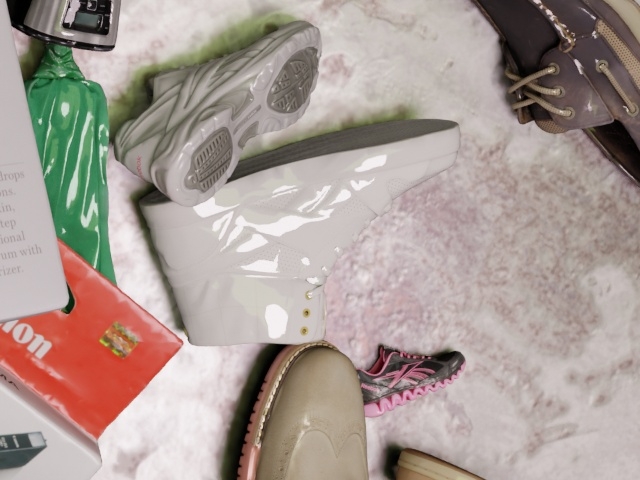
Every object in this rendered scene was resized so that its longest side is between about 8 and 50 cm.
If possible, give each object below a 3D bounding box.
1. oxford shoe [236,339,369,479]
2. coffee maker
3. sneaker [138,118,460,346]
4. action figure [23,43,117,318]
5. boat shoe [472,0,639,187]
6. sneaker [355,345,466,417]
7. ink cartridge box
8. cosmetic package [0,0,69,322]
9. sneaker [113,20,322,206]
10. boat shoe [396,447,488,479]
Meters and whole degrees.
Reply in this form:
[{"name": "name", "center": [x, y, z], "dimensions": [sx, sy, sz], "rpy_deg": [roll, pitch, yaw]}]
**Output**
[{"name": "oxford shoe", "center": [0.020, 0.283, 1.563], "dimensions": [0.140, 0.146, 0.397], "rpy_deg": [3, 84, -43]}, {"name": "coffee maker", "center": [-0.202, -0.259, 1.457], "dimensions": [0.120, 0.171, 0.178], "rpy_deg": [15, 107, -16]}, {"name": "sneaker", "center": [0.000, 0.000, 1.582], "dimensions": [0.292, 0.108, 0.169], "rpy_deg": [-17, 103, -9]}, {"name": "action figure", "center": [-0.226, -0.054, 1.500], "dimensions": [0.137, 0.063, 0.232], "rpy_deg": [3, 99, -22]}, {"name": "boat shoe", "center": [0.243, -0.157, 1.643], "dimensions": [0.355, 0.132, 0.130], "rpy_deg": [34, 82, -20]}, {"name": "sneaker", "center": [0.080, 0.121, 1.656], "dimensions": [0.119, 0.047, 0.057], "rpy_deg": [-22, 92, -20]}, {"name": "ink cartridge box", "center": [-0.285, 0.099, 1.462], "dimensions": [0.275, 0.060, 0.239], "rpy_deg": [41, 94, -17]}, {"name": "cosmetic package", "center": [-0.363, -0.142, 1.310], "dimensions": [0.230, 0.161, 0.453], "rpy_deg": [-10, 88, -40]}, {"name": "sneaker", "center": [-0.091, -0.130, 1.535], "dimensions": [0.232, 0.115, 0.090], "rpy_deg": [-42, 144, -36]}, {"name": "boat shoe", "center": [0.188, 0.317, 1.674], "dimensions": [0.341, 0.121, 0.110], "rpy_deg": [39, 80, -22]}]
